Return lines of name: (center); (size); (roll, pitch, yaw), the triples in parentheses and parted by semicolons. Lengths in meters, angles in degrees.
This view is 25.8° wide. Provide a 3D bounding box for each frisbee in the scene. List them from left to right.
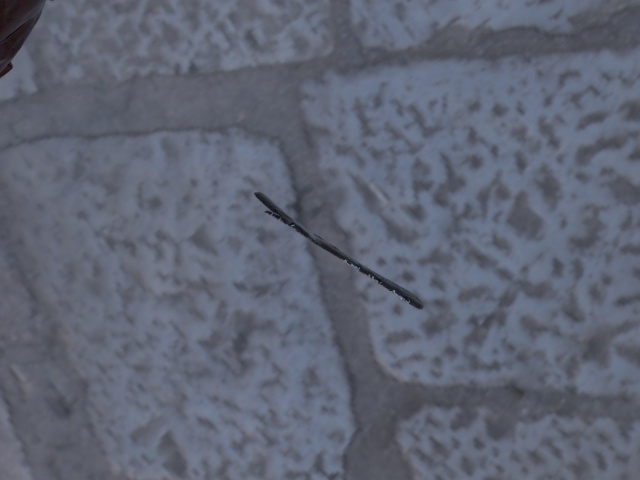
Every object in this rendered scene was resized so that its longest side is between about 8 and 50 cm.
frisbee: (0.000, 0.000, 1.306); (0.211, 0.187, 0.012); (34, 92, 18)

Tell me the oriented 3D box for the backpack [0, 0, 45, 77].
backpack: (-0.351, -0.236, 1.232); (0.229, 0.139, 0.229); (12, 113, 29)
